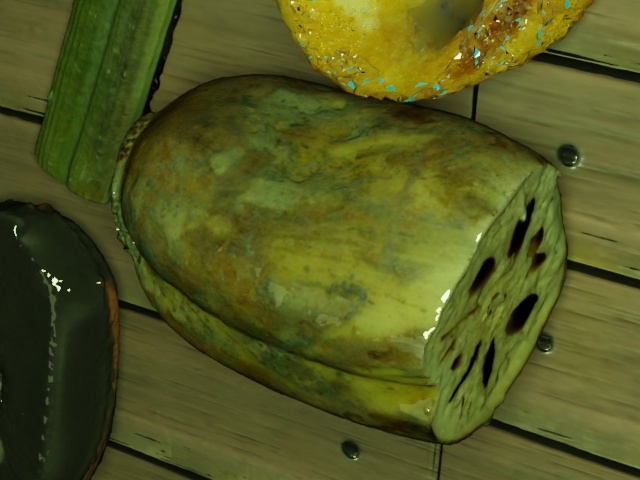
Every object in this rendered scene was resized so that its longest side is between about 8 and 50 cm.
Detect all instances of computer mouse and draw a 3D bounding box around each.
[{"bbox_3d":[-0.276,0.112,1.503,0.183,0.116,0.323,19,113,23],"label":"computer mouse"}]

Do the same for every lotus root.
[{"bbox_3d":[0.000,0.000,1.218,0.346,0.250,0.250,20,120,23],"label":"lotus root"}]

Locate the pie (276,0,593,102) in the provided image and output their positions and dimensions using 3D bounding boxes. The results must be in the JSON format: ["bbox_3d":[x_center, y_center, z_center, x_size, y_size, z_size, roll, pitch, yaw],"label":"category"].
[{"bbox_3d":[0.096,-0.210,1.085,0.273,0.069,0.273,-7,129,-8],"label":"pie"}]

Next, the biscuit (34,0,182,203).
[{"bbox_3d":[-0.180,-0.175,1.365,0.099,0.038,0.322,34,125,17],"label":"biscuit"}]
